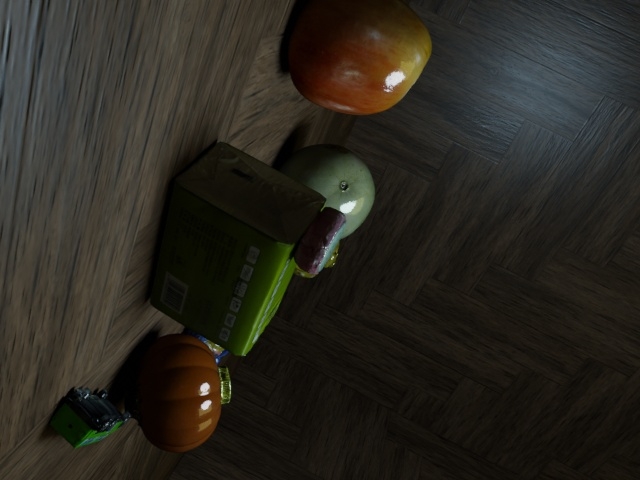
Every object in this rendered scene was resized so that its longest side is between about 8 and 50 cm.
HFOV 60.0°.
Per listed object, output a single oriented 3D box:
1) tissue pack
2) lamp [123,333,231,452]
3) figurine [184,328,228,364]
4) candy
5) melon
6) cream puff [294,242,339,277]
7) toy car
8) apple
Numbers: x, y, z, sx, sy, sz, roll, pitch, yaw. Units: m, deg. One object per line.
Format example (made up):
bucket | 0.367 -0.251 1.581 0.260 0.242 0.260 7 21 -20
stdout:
tissue pack | -0.141 0.018 0.904 0.167 0.200 0.274 -57 174 -51
lamp | -0.274 0.289 1.062 0.223 0.197 0.223 176 -90 -68
figurine | -0.297 0.262 1.368 0.262 0.121 0.164 -44 163 -21
candy | 0.000 0.000 0.809 0.103 0.043 0.103 -59 172 -13
melon | -0.003 -0.124 1.484 0.268 0.269 0.330 -63 -162 -11
cream puff | -0.051 -0.005 1.870 0.291 0.257 0.324 -57 174 -33
toy car | -0.350 0.273 0.852 0.062 0.071 0.165 -47 173 -14
apple | 0.069 -0.338 1.023 0.242 0.241 0.242 24 90 -87
